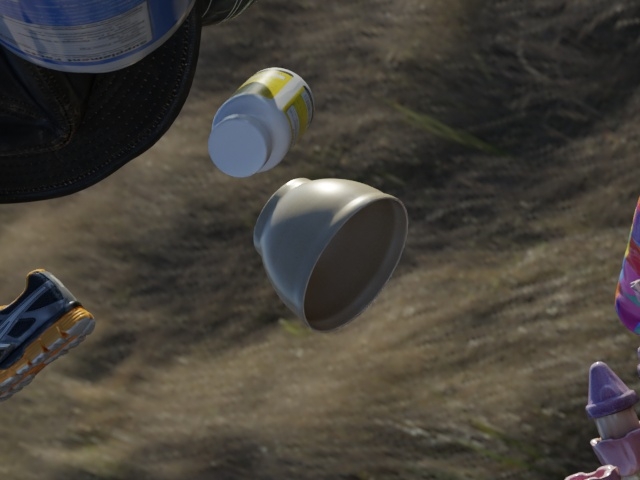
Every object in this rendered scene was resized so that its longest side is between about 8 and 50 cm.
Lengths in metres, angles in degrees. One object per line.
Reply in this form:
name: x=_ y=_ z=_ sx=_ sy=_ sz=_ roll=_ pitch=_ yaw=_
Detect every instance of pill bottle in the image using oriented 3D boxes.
pill bottle: x=-0.049 y=-0.092 z=1.091 sx=0.065 sy=0.065 sz=0.116 roll=-52 pitch=2 yaw=27
pill bottle: x=-0.113 y=-0.147 z=0.626 sx=0.221 sy=0.124 sz=0.124 roll=127 pitch=166 yaw=-83

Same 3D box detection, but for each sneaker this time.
sneaker: x=-0.329 y=0.111 z=1.410 sx=0.215 sy=0.083 sz=0.084 roll=-35 pitch=-9 yaw=14

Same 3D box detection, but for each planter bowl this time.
planter bowl: x=0.000 y=0.000 z=1.440 sx=0.109 sy=0.162 sz=0.162 roll=35 pitch=101 yaw=29

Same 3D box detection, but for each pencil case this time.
pencil case: x=0.384 y=0.003 z=1.492 sx=0.236 sy=0.104 sz=0.104 roll=90 pitch=-179 yaw=-46

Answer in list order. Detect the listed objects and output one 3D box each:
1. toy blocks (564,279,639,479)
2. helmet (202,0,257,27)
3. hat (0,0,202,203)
toy blocks: x=0.363 y=0.144 z=1.227 sx=0.308 sy=0.288 sz=0.260 roll=-21 pitch=85 yaw=21
helmet: x=-0.107 y=-0.254 z=1.102 sx=0.161 sy=0.169 sz=0.169 roll=-7 pitch=57 yaw=32
hat: x=-0.224 y=-0.129 z=0.863 sx=0.331 sy=0.331 sz=0.134 roll=-55 pitch=29 yaw=20
